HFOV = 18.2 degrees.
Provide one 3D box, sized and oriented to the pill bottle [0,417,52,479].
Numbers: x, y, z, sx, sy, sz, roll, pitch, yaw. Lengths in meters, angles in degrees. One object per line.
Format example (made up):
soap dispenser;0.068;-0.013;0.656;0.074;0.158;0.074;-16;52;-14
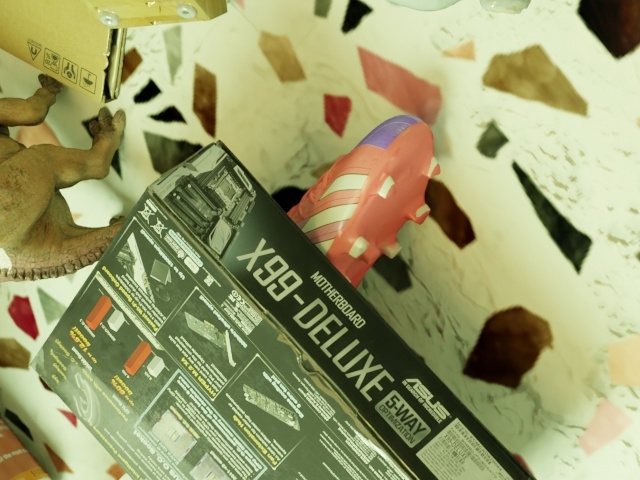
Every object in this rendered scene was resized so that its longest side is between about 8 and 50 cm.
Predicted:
pill bottle;-0.330;0.168;1.673;0.216;0.121;0.121;49;133;12

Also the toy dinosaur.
toy dinosaur;-0.253;-0.033;1.455;0.296;0.200;0.127;34;129;23

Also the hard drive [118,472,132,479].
hard drive;-0.102;0.347;1.434;0.210;0.040;0.318;-46;66;27

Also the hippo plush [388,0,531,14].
hippo plush;0.060;-0.259;1.120;0.236;0.234;0.294;36;154;-18

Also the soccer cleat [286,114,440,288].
soccer cleat;0.000;0.000;1.345;0.095;0.083;0.248;44;135;21

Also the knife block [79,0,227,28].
knife block;-0.137;-0.305;1.311;0.088;0.242;0.275;-1;152;29

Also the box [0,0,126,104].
box;-0.219;-0.212;1.466;0.201;0.021;0.164;29;127;27

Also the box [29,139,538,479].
box;-0.035;0.122;1.338;0.307;0.076;0.242;47;139;7
